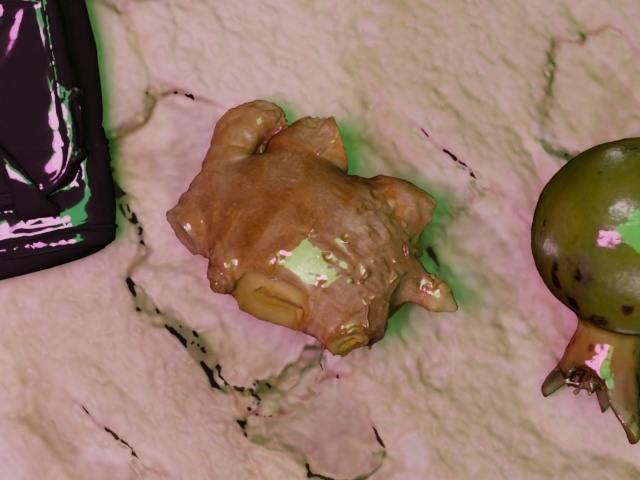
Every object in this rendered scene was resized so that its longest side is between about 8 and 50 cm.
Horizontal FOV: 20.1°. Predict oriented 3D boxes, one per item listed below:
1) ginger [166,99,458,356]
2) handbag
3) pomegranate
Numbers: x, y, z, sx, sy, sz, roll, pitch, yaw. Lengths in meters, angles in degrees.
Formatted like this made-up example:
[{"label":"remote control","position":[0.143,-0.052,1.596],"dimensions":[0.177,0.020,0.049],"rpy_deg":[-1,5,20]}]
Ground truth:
[{"label":"ginger","position":[0.000,0.000,1.274],"dimensions":[0.216,0.102,0.157],"rpy_deg":[29,58,5]},{"label":"handbag","position":[-0.291,-0.082,1.280],"dimensions":[0.275,0.088,0.244],"rpy_deg":[-9,89,-4]},{"label":"pomegranate","position":[0.224,0.029,1.260],"dimensions":[0.156,0.156,0.220],"rpy_deg":[-10,103,-3]}]
